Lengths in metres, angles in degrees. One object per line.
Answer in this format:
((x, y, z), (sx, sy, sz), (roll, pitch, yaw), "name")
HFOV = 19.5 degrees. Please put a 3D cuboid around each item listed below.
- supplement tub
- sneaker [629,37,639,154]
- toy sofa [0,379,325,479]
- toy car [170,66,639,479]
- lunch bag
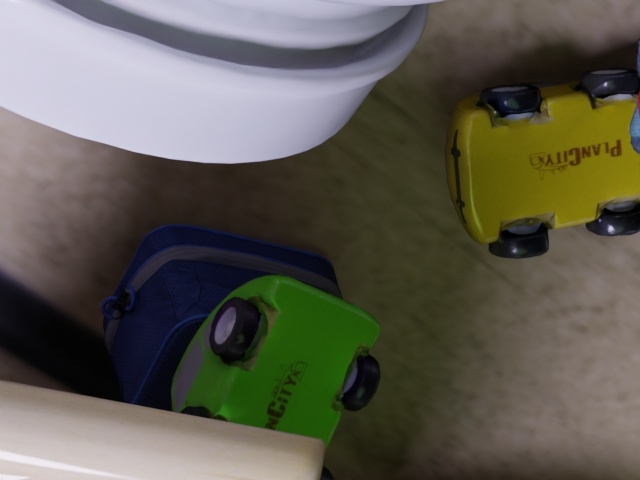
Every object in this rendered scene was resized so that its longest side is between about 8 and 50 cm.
((0.007, -0.206, 0.422), (0.241, 0.241, 0.331), (21, 123, -24), "supplement tub")
((0.161, -0.069, 0.625), (0.125, 0.104, 0.262), (-34, 129, -8), "sneaker")
((-0.085, 0.150, 0.629), (0.150, 0.177, 0.362), (11, 149, 2), "toy sofa")
((0.000, 0.000, 0.658), (0.239, 0.053, 0.225), (26, 88, -27), "toy car")
((-0.039, 0.036, 0.725), (0.098, 0.065, 0.067), (15, 123, -28), "lunch bag")
